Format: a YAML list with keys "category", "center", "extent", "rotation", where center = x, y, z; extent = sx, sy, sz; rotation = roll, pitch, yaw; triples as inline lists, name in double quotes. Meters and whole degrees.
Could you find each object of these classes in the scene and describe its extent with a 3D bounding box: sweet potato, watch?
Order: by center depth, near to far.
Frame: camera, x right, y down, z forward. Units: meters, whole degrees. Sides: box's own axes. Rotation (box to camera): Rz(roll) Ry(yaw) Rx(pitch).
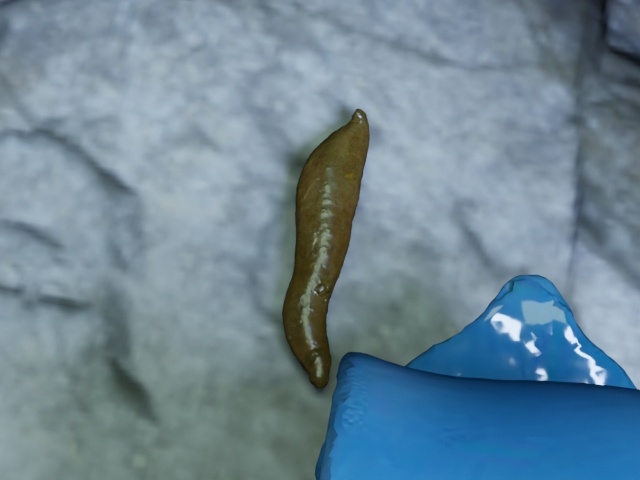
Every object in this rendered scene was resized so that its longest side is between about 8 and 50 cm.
- category: "watch"
  center: [0.065, 0.127, 0.481]
  extent: [0.241, 0.274, 0.305]
  rotation: [3, 68, 2]
- category: "sweet potato"
  center: [0.000, 0.000, 0.685]
  extent: [0.026, 0.026, 0.115]
  rotation: [9, 66, 5]
